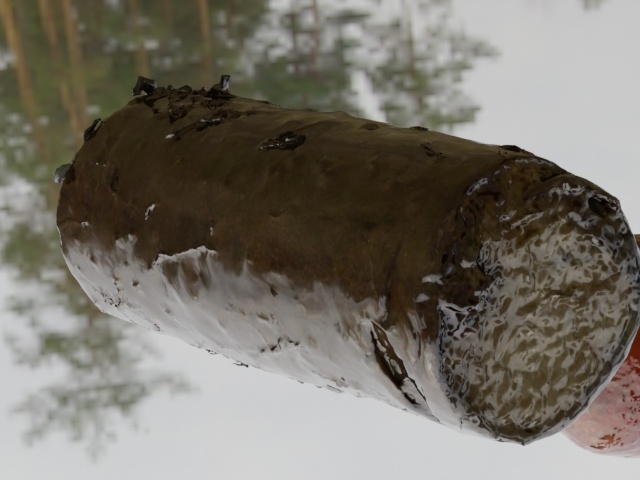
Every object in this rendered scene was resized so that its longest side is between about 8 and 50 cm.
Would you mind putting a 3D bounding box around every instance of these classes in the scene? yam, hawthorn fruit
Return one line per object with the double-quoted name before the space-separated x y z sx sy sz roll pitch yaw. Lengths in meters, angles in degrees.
"yam" -0.001 0.001 0.824 0.131 0.131 0.280 -15 -162 -35
"hawthorn fruit" 0.224 0.058 1.314 0.194 0.157 0.157 -46 -176 18
